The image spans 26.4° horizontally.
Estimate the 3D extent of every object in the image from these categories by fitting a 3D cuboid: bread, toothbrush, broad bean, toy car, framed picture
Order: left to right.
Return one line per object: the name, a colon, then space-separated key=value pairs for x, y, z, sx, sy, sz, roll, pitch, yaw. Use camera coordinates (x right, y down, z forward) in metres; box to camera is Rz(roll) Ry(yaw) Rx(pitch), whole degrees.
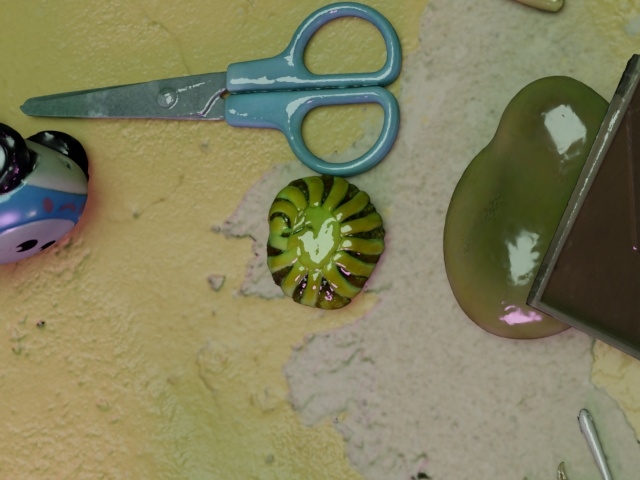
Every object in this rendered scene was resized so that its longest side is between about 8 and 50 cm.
toy car: x=-0.385 y=-0.048 z=1.485 sx=0.255 sy=0.188 sz=0.190 roll=14 pitch=93 yaw=15
bread: x=0.000 y=0.000 z=1.424 sx=0.130 sy=0.071 sz=0.139 roll=21 pitch=87 yaw=14
broad bean: x=0.225 y=-0.029 z=1.350 sx=0.189 sy=0.121 sz=0.263 roll=23 pitch=103 yaw=14
toothbrush: x=0.284 y=0.262 z=1.322 sx=0.022 sy=0.017 sz=0.204 roll=-23 pitch=75 yaw=23
framed picture: x=0.314 y=-0.022 z=1.291 sx=0.023 sy=0.189 sz=0.260 roll=21 pitch=87 yaw=61

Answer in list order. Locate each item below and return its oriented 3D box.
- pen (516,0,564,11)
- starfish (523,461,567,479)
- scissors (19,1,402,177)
pen: x=0.155 y=-0.297 z=1.448 sx=0.233 sy=0.032 sz=0.040 roll=28 pitch=66 yaw=19
starfish: x=0.234 y=0.265 z=1.337 sx=0.092 sy=0.016 sz=0.086 roll=30 pitch=95 yaw=26
scissors: x=-0.130 y=-0.159 z=1.508 sx=0.447 sy=0.029 sz=0.193 roll=-1 pitch=80 yaw=16
